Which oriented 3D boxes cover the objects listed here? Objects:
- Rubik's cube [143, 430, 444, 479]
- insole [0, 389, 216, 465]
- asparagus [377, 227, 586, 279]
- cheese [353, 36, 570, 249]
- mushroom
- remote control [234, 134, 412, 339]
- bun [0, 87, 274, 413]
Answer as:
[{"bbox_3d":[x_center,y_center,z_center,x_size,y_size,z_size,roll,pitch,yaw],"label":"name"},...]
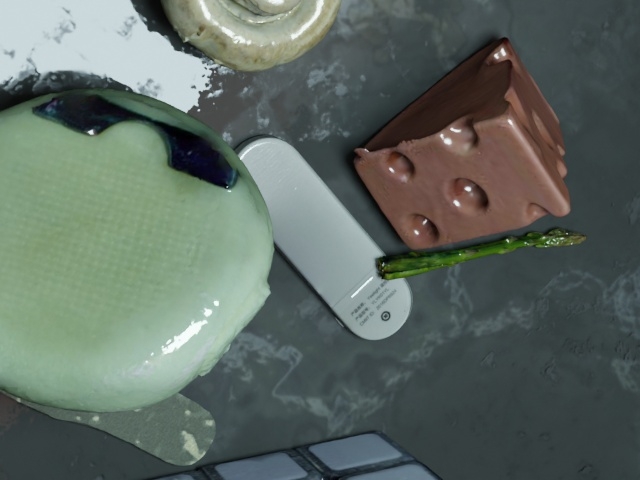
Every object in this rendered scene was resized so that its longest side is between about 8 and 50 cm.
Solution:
[{"bbox_3d":[-0.014,0.375,1.505,0.305,0.304,0.301,-10,105,-20],"label":"Rubik's cube"},{"bbox_3d":[-0.205,0.141,1.540,0.248,0.011,0.081,29,93,-24],"label":"insole"},{"bbox_3d":[0.160,0.010,1.632,0.233,0.023,0.022,-9,145,-23],"label":"asparagus"},{"bbox_3d":[0.160,-0.104,1.555,0.128,0.203,0.177,53,50,-20],"label":"cheese"},{"bbox_3d":[-0.060,-0.228,1.456,0.166,0.127,0.166,-3,105,-13],"label":"mushroom"},{"bbox_3d":[0.000,0.000,1.581,0.077,0.022,0.245,-43,113,-5],"label":"remote control"},{"bbox_3d":[-0.186,0.022,1.426,0.293,0.187,0.293,-1,68,2],"label":"bun"}]
